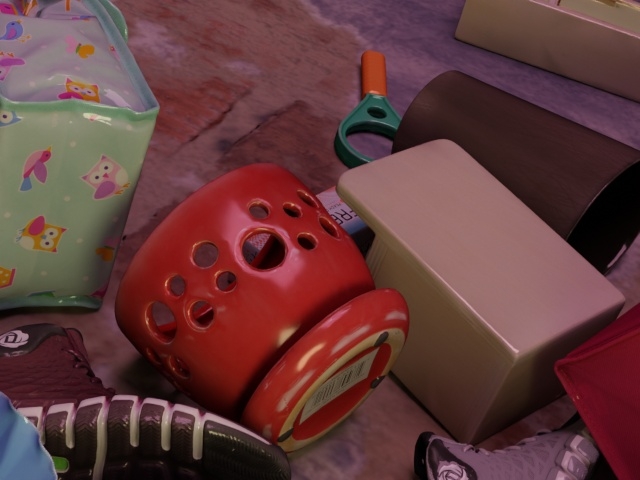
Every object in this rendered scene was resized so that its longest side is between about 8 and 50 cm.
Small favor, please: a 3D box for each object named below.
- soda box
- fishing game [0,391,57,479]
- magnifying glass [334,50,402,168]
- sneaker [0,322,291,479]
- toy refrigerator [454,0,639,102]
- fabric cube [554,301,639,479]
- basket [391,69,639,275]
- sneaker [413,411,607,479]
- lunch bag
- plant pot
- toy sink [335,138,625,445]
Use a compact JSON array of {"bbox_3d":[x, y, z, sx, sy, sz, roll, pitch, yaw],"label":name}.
[{"bbox_3d":[0.000,0.000,1.263,0.063,0.058,0.183,37,42,25],"label":"soda box"},{"bbox_3d":[-0.259,0.177,0.866,0.189,0.041,0.264,-28,61,8],"label":"fishing game"},{"bbox_3d":[0.062,-0.144,1.499,0.092,0.026,0.231,10,36,-8],"label":"magnifying glass"},{"bbox_3d":[-0.159,0.121,1.004,0.281,0.106,0.162,10,29,-6],"label":"sneaker"},{"bbox_3d":[0.317,-0.272,1.702,0.269,0.094,0.102,20,37,6],"label":"toy refrigerator"},{"bbox_3d":[0.391,0.114,1.031,0.258,0.254,0.259,-25,84,-40],"label":"fabric cube"},{"bbox_3d":[0.196,-0.065,1.351,0.227,0.154,0.204,33,38,27],"label":"basket"},{"bbox_3d":[0.148,0.173,1.077,0.132,0.086,0.228,28,39,18],"label":"sneaker"},{"bbox_3d":[-0.253,-0.100,1.160,0.160,0.223,0.262,1,37,-28],"label":"lunch bag"},{"bbox_3d":[-0.040,0.063,1.068,0.191,0.191,0.174,-25,62,-41],"label":"plant pot"},{"bbox_3d":[0.119,0.043,1.193,0.152,0.131,0.234,-21,55,-39],"label":"toy sink"}]
